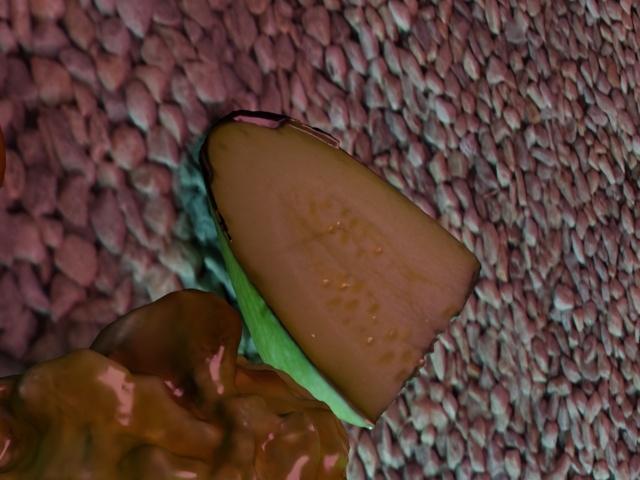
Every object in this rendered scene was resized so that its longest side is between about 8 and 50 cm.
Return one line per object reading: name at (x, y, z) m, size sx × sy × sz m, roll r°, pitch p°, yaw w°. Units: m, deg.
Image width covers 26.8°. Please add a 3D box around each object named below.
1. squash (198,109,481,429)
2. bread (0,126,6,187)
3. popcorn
squash at (0.000, 0.000, 1.043) m, size 0.237 × 0.204 × 0.155 m, roll -46°, pitch 139°, yaw -51°
bread at (-0.259, -0.079, 0.768) m, size 0.132 × 0.114 × 0.190 m, roll -42°, pitch 117°, yaw -53°
popcorn at (-0.111, 0.146, 0.816) m, size 0.251 × 0.206 × 0.237 m, roll 37°, pitch 66°, yaw -19°
